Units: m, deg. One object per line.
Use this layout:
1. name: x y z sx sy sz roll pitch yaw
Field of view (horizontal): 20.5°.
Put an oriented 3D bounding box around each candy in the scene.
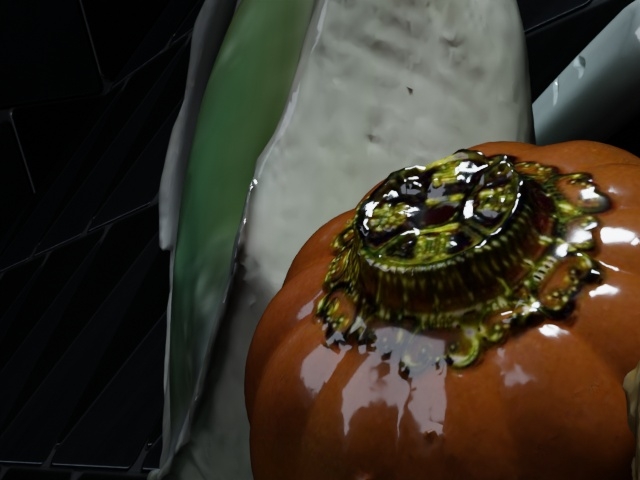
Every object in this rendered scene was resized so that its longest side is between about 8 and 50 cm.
1. candy: 0.000 0.000 1.007 0.427 0.186 0.386 130 146 -61

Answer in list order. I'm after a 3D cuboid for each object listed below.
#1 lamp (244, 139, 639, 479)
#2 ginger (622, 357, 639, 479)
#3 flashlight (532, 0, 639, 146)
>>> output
1. lamp: 0.077 0.057 0.705 0.223 0.196 0.223 -15 39 13
2. ginger: 0.150 0.118 0.494 0.354 0.126 0.190 -84 9 -53
3. flashlight: 0.142 -0.072 1.027 0.200 0.047 0.093 -44 24 44
